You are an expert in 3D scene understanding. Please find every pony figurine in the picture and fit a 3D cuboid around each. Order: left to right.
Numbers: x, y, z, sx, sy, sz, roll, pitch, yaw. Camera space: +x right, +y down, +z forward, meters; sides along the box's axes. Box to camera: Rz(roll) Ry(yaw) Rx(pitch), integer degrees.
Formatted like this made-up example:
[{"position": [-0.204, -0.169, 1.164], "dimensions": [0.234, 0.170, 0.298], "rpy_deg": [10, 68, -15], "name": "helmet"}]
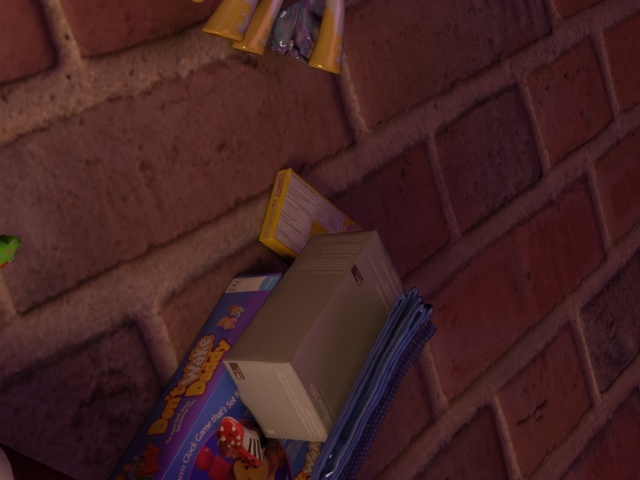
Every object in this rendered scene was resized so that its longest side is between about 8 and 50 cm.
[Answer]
[{"position": [-0.008, -0.399, 1.513], "dimensions": [0.351, 0.302, 0.364], "rpy_deg": [10, 95, -48], "name": "pony figurine"}]

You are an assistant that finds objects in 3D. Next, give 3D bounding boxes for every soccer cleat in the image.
[{"position": [-0.086, 0.219, 1.374], "dimensions": [0.083, 0.029, 0.036], "rpy_deg": [60, 35, -32], "name": "soccer cleat"}]

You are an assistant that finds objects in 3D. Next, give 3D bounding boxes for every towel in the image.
[{"position": [0.072, 0.185, 1.462], "dimensions": [0.243, 0.040, 0.336], "rpy_deg": [-62, 169, -5], "name": "towel"}]

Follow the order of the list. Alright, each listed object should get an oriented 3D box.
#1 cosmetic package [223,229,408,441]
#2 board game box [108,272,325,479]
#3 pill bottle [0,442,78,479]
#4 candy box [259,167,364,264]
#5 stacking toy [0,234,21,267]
[{"position": [0.001, 0.107, 1.438], "dimensions": [0.127, 0.107, 0.238], "rpy_deg": [63, 40, -31], "name": "cosmetic package"}, {"position": [-0.090, 0.242, 1.451], "dimensions": [0.233, 0.078, 0.347], "rpy_deg": [57, 46, -31], "name": "board game box"}, {"position": [-0.279, 0.301, 1.075], "dimensions": [0.392, 0.224, 0.224], "rpy_deg": [37, 58, -40], "name": "pill bottle"}, {"position": [0.000, 0.000, 1.638], "dimensions": [0.206, 0.027, 0.105], "rpy_deg": [39, 54, -43], "name": "candy box"}, {"position": [-0.378, 0.058, 1.034], "dimensions": [0.221, 0.167, 0.052], "rpy_deg": [-53, 143, -44], "name": "stacking toy"}]
